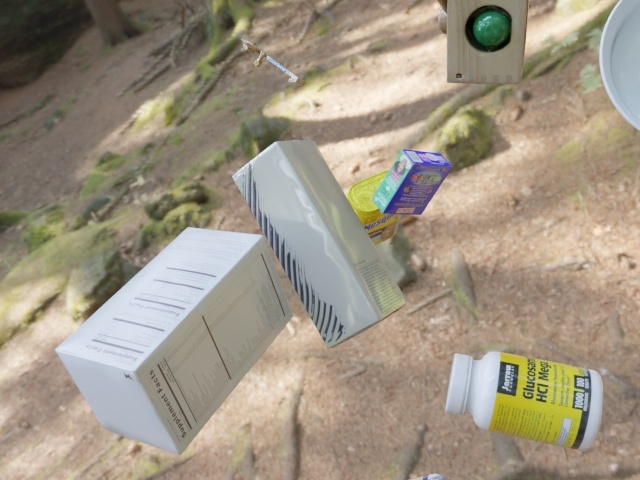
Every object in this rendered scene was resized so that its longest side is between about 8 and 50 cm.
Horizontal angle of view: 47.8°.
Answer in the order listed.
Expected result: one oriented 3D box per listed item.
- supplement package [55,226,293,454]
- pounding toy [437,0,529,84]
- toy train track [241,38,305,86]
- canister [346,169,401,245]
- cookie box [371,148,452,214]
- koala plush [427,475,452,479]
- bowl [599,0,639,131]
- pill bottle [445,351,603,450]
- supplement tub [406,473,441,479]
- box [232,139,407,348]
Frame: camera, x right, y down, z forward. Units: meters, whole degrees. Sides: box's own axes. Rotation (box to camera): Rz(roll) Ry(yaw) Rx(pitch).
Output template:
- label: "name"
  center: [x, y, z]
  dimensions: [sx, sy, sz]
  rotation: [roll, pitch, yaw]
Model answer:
- label: "supplement package"
  center: [-0.166, 0.110, 0.875]
  dimensions: [0.133, 0.139, 0.244]
  rotation: [6, 38, 34]
- label: "pounding toy"
  center: [0.146, -0.225, 0.688]
  dimensions: [0.100, 0.130, 0.141]
  rotation: [5, 37, 16]
- label: "toy train track"
  center: [-0.042, -0.148, 0.614]
  dimensions: [0.083, 0.048, 0.014]
  rotation: [42, 105, 38]
- label: "canister"
  center: [0.112, -0.058, 1.488]
  dimensions: [0.126, 0.170, 0.073]
  rotation: [-24, 65, -16]
- label: "cookie box"
  center: [0.150, -0.094, 1.184]
  dimensions: [0.091, 0.107, 0.040]
  rotation: [0, 43, -37]
- label: "koala plush"
  center: [0.079, 0.375, 0.856]
  dimensions: [0.196, 0.221, 0.203]
  rotation: [-34, 38, 13]
- label: "bowl"
  center: [0.585, -0.270, 1.139]
  dimensions: [0.297, 0.298, 0.134]
  rotation: [-19, -12, 9]
- label: "pill bottle"
  center: [0.470, 0.366, 1.692]
  dimensions: [0.333, 0.188, 0.188]
  rotation: [9, 32, 10]
- label: "supplement tub"
  center: [0.211, 0.791, 1.998]
  dimensions: [0.316, 0.228, 0.228]
  rotation: [-17, 24, 11]
- label: "box"
  center: [0.000, 0.000, 0.996]
  dimensions: [0.094, 0.275, 0.113]
  rotation: [-34, -9, 27]
